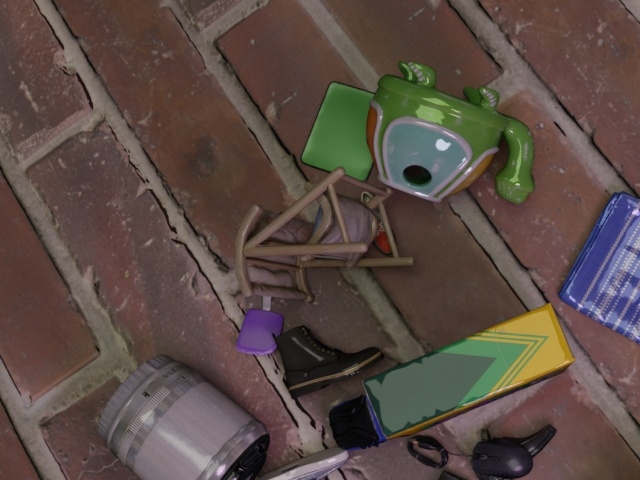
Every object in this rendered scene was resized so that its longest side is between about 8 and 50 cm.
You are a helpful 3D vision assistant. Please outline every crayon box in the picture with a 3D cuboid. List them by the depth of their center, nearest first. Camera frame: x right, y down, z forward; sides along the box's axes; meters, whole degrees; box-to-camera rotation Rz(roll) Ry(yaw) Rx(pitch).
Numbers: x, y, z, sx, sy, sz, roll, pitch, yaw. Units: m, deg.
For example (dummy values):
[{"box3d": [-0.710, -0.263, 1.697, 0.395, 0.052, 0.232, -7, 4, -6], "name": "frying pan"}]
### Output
[{"box3d": [0.259, 0.228, 1.494, 0.313, 0.363, 0.106, -25, 75, 7], "name": "crayon box"}]

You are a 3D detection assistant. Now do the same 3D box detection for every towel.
[{"box3d": [0.637, 0.082, 1.607, 0.336, 0.040, 0.243, 30, 88, 16], "name": "towel"}]

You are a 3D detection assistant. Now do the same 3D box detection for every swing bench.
[{"box3d": [0.000, 0.000, 1.625, 0.255, 0.253, 0.165, -21, 75, 22], "name": "swing bench"}]

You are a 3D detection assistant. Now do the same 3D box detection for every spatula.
[{"box3d": [-0.102, 0.085, 1.773, 0.084, 0.030, 0.296, 9, 81, 13], "name": "spatula"}]

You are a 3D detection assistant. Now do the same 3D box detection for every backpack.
[{"box3d": [0.083, 0.344, 1.650, 0.120, 0.101, 0.097, -29, 68, 39], "name": "backpack"}]

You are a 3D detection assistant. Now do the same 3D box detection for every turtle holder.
[{"box3d": [0.236, -0.191, 1.670, 0.320, 0.243, 0.227, 16, 100, -25], "name": "turtle holder"}]

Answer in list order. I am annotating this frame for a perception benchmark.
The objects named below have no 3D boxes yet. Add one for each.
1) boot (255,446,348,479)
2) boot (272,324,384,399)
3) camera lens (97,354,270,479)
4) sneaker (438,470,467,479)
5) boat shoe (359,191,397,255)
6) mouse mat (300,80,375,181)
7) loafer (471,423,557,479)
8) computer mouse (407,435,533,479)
[{"box3d": [-0.024, 0.463, 1.675, 0.190, 0.069, 0.086, -22, 93, 7], "name": "boot"}, {"box3d": [0.010, 0.209, 1.695, 0.198, 0.077, 0.137, -23, 81, 7], "name": "boot"}, {"box3d": [-0.250, 0.373, 1.653, 0.274, 0.219, 0.219, 35, 88, 16], "name": "camera lens"}, {"box3d": [0.287, 0.514, 1.579, 0.222, 0.083, 0.118, 28, 86, 17], "name": "sneaker"}, {"box3d": [0.113, -0.034, 1.742, 0.049, 0.043, 0.137, -22, 77, 6], "name": "boat shoe"}, {"box3d": [0.056, -0.224, 1.809, 0.153, 0.007, 0.189, 20, 86, 15], "name": "mouse mat"}, {"box3d": [0.352, 0.382, 1.603, 0.170, 0.062, 0.061, -37, 69, 2], "name": "loafer"}, {"box3d": [0.265, 0.387, 1.595, 0.242, 0.041, 0.071, -1, 73, 31], "name": "computer mouse"}]
